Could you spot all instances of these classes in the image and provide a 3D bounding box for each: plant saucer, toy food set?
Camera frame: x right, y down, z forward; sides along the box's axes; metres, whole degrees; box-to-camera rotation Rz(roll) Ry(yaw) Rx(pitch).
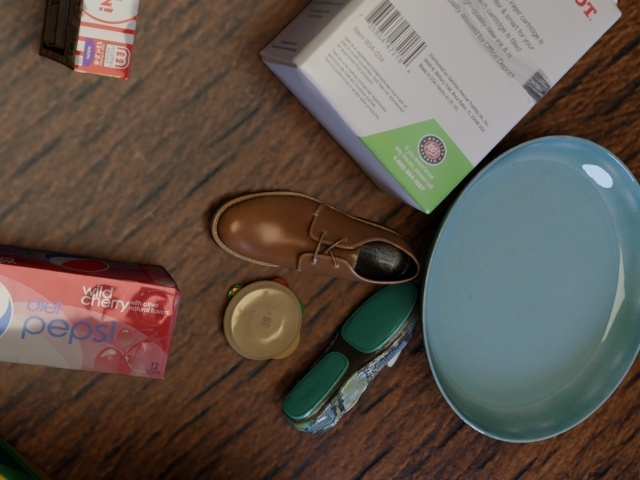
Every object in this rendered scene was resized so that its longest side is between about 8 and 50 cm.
[{"bbox_3d":[0.222,0.049,1.210,0.318,0.044,0.317,-6,102,-31],"label":"plant saucer"},{"bbox_3d":[-0.055,0.077,1.151,0.083,0.020,0.082,3,100,-21],"label":"toy food set"}]

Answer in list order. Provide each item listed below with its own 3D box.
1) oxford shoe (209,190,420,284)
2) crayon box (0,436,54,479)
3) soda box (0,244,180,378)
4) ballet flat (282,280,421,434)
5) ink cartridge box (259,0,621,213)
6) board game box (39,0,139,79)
[{"bbox_3d":[0.000,0.000,1.126,0.212,0.076,0.076,10,100,-20],"label":"oxford shoe"},{"bbox_3d":[-0.407,0.299,0.981,0.363,0.106,0.313,-42,131,-7],"label":"crayon box"},{"bbox_3d":[-0.263,0.057,1.035,0.263,0.083,0.092,9,98,-21],"label":"soda box"},{"bbox_3d":[0.039,0.120,1.181,0.188,0.070,0.070,-44,113,-5],"label":"ballet flat"},{"bbox_3d":[0.114,-0.194,1.103,0.273,0.115,0.198,-46,113,-6],"label":"ink cartridge box"},{"bbox_3d":[-0.184,-0.212,0.945,0.045,0.193,0.146,7,100,-22],"label":"board game box"}]
